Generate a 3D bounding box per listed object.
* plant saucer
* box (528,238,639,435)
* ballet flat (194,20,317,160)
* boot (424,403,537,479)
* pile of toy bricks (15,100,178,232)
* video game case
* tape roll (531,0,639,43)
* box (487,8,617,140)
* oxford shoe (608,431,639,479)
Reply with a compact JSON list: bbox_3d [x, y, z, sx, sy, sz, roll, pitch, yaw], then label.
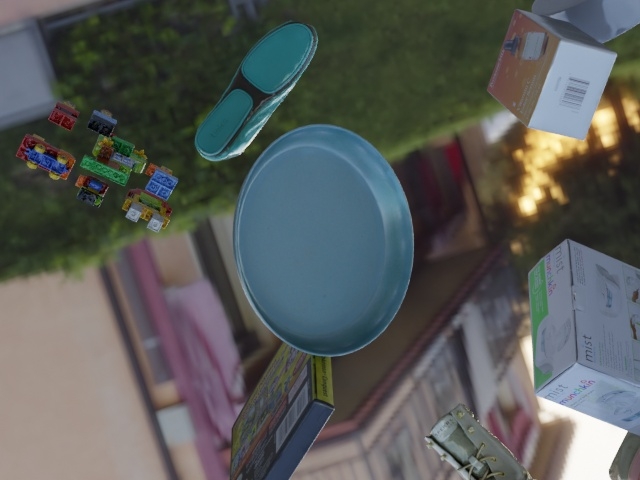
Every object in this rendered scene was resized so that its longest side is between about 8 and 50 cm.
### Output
[{"bbox_3d":[0.000,0.000,1.854,0.317,0.317,0.044,-21,-169,-38],"label":"plant saucer"},{"bbox_3d":[0.481,0.162,2.278,0.231,0.262,0.127,21,138,-20],"label":"box"},{"bbox_3d":[-0.090,-0.218,1.968,0.247,0.083,0.087,-50,169,8],"label":"ballet flat"},{"bbox_3d":[0.197,0.281,1.636,0.077,0.165,0.213,-43,175,10],"label":"boot"},{"bbox_3d":[-0.275,-0.111,1.756,0.118,0.212,0.105,-58,-167,22],"label":"pile of toy bricks"},{"bbox_3d":[-0.059,0.253,1.915,0.275,0.035,0.248,-60,-163,27],"label":"video game case"},{"bbox_3d":[0.428,-0.372,2.021,0.219,0.072,0.219,-31,-162,11],"label":"tape roll"},{"bbox_3d":[0.318,-0.233,1.879,0.091,0.130,0.170,11,-160,-19],"label":"box"},{"bbox_3d":[0.628,0.271,2.339,0.397,0.140,0.146,-50,-161,-10],"label":"oxford shoe"}]
